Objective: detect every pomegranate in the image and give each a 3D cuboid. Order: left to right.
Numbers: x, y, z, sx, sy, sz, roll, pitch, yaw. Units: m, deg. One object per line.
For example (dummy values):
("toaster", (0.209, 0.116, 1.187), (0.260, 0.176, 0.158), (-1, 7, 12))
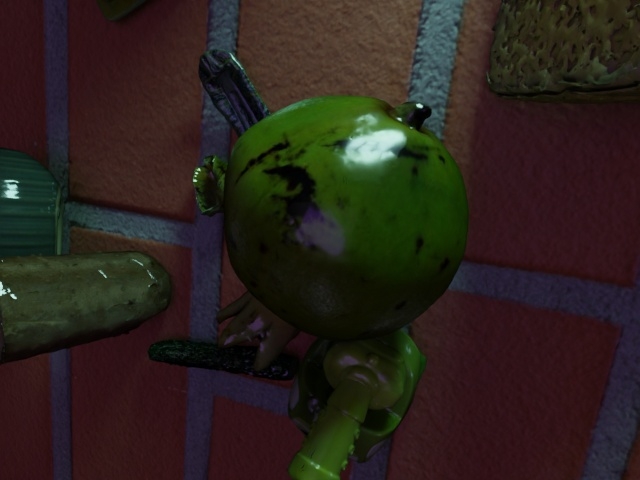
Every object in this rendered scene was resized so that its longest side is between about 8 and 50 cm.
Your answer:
("pomegranate", (0.000, 0.000, 0.482), (0.260, 0.260, 0.341), (39, 105, 7))

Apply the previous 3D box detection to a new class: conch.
("conch", (-0.135, -0.072, 0.601), (0.089, 0.074, 0.121), (-43, 61, -11))

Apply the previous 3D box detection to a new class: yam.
("yam", (-0.339, 0.078, 0.617), (0.128, 0.238, 0.130), (21, 105, 28))

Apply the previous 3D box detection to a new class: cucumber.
("cucumber", (-0.156, 0.176, 0.672), (0.256, 0.043, 0.044), (1, 96, 18))

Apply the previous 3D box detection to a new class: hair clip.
("hair clip", (-0.092, -0.146, 0.594), (0.066, 0.036, 0.229), (-25, 95, 20))

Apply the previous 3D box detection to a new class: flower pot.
("flower pot", (-0.471, -0.014, 0.658), (0.157, 0.189, 0.243), (2, 97, -23))

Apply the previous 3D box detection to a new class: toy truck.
("toy truck", (0.038, 0.182, 0.538), (0.148, 0.210, 0.187), (30, 89, 10))

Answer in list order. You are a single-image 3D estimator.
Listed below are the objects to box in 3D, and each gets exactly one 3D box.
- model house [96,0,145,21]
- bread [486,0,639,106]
("model house", (-0.370, -0.431, 0.477), (0.339, 0.323, 0.301), (-21, 93, 20))
("bread", (0.359, -0.246, 0.422), (0.315, 0.279, 0.249), (1, 105, -26))
